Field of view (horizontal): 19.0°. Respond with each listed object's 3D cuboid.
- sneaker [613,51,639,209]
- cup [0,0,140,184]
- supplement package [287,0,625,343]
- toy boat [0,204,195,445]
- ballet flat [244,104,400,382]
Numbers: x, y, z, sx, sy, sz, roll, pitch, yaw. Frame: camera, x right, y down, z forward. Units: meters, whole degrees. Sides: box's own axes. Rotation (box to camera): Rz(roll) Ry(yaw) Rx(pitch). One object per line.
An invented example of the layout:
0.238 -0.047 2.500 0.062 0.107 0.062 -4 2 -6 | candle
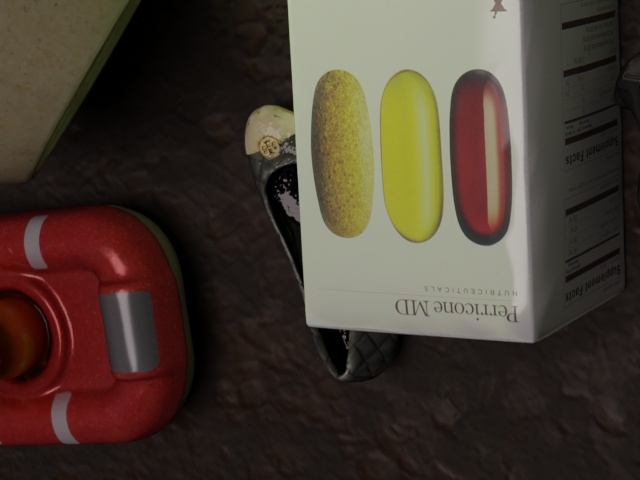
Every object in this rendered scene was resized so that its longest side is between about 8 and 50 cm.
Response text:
0.221 -0.009 0.979 0.106 0.078 0.234 -8 113 55 | sneaker
-0.227 -0.162 1.089 0.237 0.331 0.331 30 116 -7 | cup
0.074 -0.081 1.009 0.139 0.134 0.244 2 101 30 | supplement package
-0.202 0.063 1.184 0.231 0.151 0.151 -5 97 30 | toy boat
0.000 0.000 1.117 0.057 0.049 0.173 -26 87 30 | ballet flat
